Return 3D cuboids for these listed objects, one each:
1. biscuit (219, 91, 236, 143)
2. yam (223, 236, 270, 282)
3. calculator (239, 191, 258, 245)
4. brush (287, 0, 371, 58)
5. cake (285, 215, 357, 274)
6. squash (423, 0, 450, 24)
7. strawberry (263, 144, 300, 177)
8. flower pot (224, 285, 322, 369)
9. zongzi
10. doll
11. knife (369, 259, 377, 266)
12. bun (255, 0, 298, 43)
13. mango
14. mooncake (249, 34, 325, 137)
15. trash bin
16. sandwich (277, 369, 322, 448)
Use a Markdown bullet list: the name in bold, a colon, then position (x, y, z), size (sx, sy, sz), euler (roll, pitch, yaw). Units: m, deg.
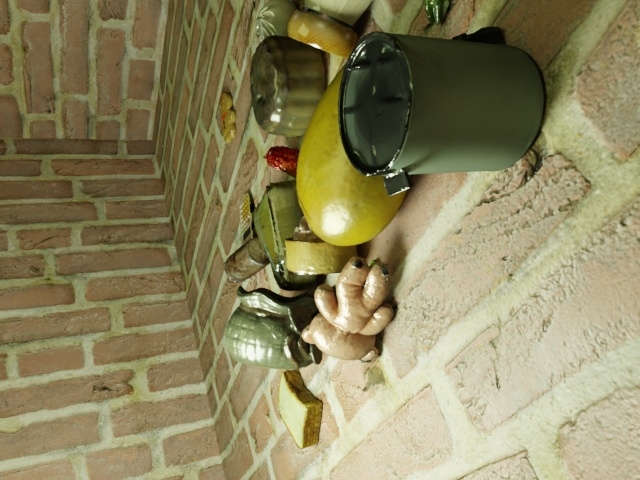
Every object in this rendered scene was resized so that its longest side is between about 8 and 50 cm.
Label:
- **biscuit**: position (-0.399, -0.530, 2.332), size (0.166, 0.036, 0.226), euler (158, 107, -64)
- **yam**: position (-0.262, 0.070, 2.038), size (0.279, 0.131, 0.131), euler (-33, 64, 58)
- **calculator**: position (-0.286, -0.076, 2.173), size (0.157, 0.033, 0.237), euler (141, 123, -60)
- **brush**: position (0.014, -0.558, 1.357), size (0.267, 0.174, 0.166), euler (-115, 43, -66)
- **cake**: position (0.000, 0.000, 1.423), size (0.207, 0.185, 0.178), euler (159, 108, -75)
- **squash**: position (0.218, -0.484, 1.038), size (0.132, 0.105, 0.105), euler (89, 161, -52)
- **strawberry**: position (-0.113, -0.257, 1.693), size (0.082, 0.121, 0.188), euler (-63, 36, 15)
- **flower pot**: position (-0.122, 0.256, 1.617), size (0.302, 0.301, 0.213), euler (4, 85, 64)
- **zongzi**: position (-0.135, 0.008, 1.723), size (0.360, 0.160, 0.323), euler (-21, 74, 62)
- **doll**: position (0.084, 0.154, 1.338), size (0.156, 0.201, 0.303), euler (-64, -6, -61)
- **knife**: position (0.106, 0.122, 1.413), size (0.054, 0.015, 0.212), euler (68, 149, 32)
- **bun**: position (-0.141, -0.655, 1.690), size (0.173, 0.119, 0.173), euler (20, 112, 60)
- **mango**: position (0.082, -0.203, 1.190), size (0.301, 0.220, 0.445), euler (-125, 43, -50)
- **mooncake**: position (-0.105, -0.444, 1.599), size (0.290, 0.161, 0.290), euler (176, 90, -66)
- **trash bin**: position (0.192, -0.218, 0.906), size (0.217, 0.262, 0.277), euler (-11, 84, 64)
- **sandwich**: position (-0.070, 0.543, 1.782), size (0.214, 0.065, 0.186), euler (36, 126, 57)
